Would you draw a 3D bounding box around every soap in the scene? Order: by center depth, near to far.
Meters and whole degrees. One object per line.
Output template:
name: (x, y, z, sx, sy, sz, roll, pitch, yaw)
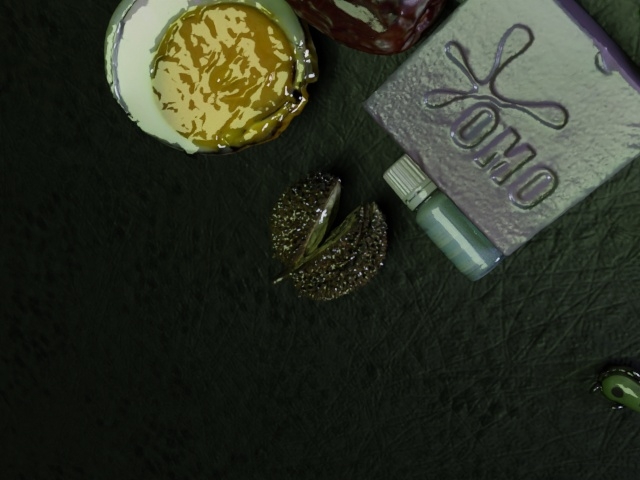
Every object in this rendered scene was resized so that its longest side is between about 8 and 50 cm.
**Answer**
soap: (0.254, -0.175, 1.085, 0.296, 0.107, 0.285, 45, 121, -1)

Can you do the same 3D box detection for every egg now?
egg: (-0.152, -0.264, 1.213, 0.286, 0.174, 0.264, -18, 104, 5)

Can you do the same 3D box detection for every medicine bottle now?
medicine bottle: (0.178, -0.040, 1.190, 0.203, 0.083, 0.083, 49, 122, -1)

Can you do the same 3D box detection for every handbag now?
handbag: (0.448, 0.215, 1.190, 0.111, 0.047, 0.072, 26, 121, 16)

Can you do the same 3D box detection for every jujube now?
jujube: (0.039, -0.346, 1.048, 0.243, 0.183, 0.183, 44, 123, 13)

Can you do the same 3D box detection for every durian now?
durian: (0.000, 0.000, 1.237, 0.196, 0.167, 0.196, -3, 76, 14)

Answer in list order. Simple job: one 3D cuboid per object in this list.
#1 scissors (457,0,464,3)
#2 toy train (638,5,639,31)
scissors: (0.208, -0.306, 1.110, 0.083, 0.006, 0.036, 33, 123, 9)
toy train: (0.398, -0.341, 0.983, 0.042, 0.044, 0.209, 3, 111, 26)
